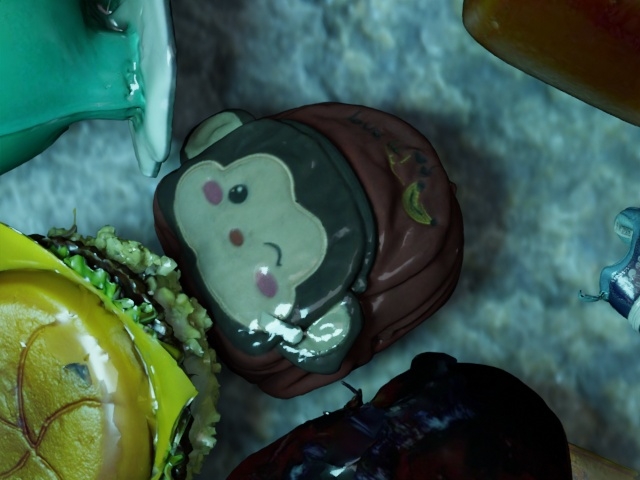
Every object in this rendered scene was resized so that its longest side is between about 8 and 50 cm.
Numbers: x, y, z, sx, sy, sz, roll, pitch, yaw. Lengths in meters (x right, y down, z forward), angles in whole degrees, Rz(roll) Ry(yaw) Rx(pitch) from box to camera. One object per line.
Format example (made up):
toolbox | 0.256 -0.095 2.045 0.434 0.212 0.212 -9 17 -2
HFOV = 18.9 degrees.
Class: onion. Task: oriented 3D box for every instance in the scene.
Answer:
onion | 0.062 0.201 1.347 0.281 0.281 0.221 -24 118 -7

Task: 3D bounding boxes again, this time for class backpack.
backpack | 0.000 -0.001 1.405 0.229 0.139 0.229 -3 68 7

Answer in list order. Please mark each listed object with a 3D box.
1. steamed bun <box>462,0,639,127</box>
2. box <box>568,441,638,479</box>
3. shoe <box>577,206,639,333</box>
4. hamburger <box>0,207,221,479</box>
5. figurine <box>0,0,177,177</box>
steamed bun | 0.251 -0.257 1.394 0.235 0.248 0.379 25 72 -3
box | 0.170 0.229 1.441 0.089 0.022 0.156 25 82 -1
shoe | 0.254 0.000 1.460 0.071 0.064 0.143 24 76 18
hamburger | -0.173 0.113 1.353 0.243 0.139 0.261 42 116 19
figurine | -0.282 -0.136 1.347 0.340 0.231 0.323 -5 45 -14
